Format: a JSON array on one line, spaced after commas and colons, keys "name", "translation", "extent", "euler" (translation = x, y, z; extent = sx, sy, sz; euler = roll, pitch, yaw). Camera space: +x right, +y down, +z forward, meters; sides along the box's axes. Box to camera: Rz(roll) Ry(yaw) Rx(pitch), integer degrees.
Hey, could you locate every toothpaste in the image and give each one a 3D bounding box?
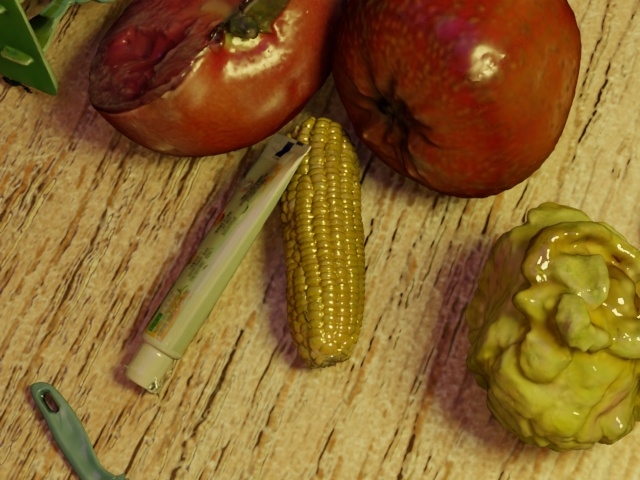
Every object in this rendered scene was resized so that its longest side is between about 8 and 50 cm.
[{"name": "toothpaste", "translation": [-0.115, 0.020, 1.604], "extent": [0.058, 0.056, 0.314], "euler": [32, 85, 13]}]

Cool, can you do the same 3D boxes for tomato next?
[{"name": "tomato", "translation": [-0.098, -0.229, 1.694], "extent": [0.335, 0.176, 0.289], "euler": [-47, 33, -1]}]

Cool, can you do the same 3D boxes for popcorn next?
[{"name": "popcorn", "translation": [0.252, 0.087, 1.436], "extent": [0.212, 0.259, 0.259], "euler": [16, 62, -17]}]

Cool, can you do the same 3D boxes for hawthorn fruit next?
[{"name": "hawthorn fruit", "translation": [0.151, -0.203, 1.592], "extent": [0.275, 0.275, 0.300], "euler": [14, 57, 17]}]

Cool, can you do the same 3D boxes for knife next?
[{"name": "knife", "translation": [-0.219, 0.263, 1.553], "extent": [0.044, 0.019, 0.313], "euler": [-33, 64, -10]}]

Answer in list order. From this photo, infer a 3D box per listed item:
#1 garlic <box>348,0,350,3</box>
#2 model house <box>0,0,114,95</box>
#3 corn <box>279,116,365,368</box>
[{"name": "garlic", "translation": [0.031, -0.335, 1.778], "extent": [0.266, 0.148, 0.128], "euler": [25, 106, 17]}, {"name": "model house", "translation": [-0.385, -0.391, 1.795], "extent": [0.357, 0.242, 0.313], "euler": [22, 65, 26]}, {"name": "corn", "translation": [0.000, 0.000, 1.605], "extent": [0.101, 0.101, 0.292], "euler": [-4, 65, 8]}]
